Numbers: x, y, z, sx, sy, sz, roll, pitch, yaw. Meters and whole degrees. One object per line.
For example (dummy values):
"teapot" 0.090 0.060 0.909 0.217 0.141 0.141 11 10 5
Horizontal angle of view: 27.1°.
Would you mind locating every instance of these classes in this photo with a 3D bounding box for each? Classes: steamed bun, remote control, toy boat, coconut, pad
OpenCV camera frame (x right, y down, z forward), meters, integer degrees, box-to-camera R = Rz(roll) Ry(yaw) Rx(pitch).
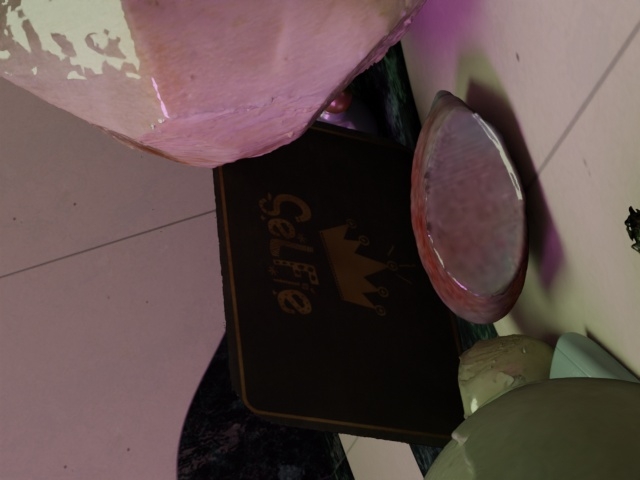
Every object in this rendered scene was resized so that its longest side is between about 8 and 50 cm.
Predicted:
"steamed bun" 0.172 0.138 1.137 0.130 0.091 0.112 -48 -57 -75
"remote control" 0.220 0.127 1.005 0.162 0.029 0.061 -131 43 -64
"toy boat" 0.130 -0.021 1.199 0.282 0.096 0.206 54 -157 -81
"coconut" -0.114 -0.232 1.146 0.415 0.415 0.344 105 144 -73
"pad" -0.001 0.000 1.212 0.063 0.315 0.375 124 147 -43

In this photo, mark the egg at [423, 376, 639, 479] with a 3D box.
"egg" 0.172 0.224 0.758 0.336 0.278 0.278 -119 15 -59

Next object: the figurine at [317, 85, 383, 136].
"figurine" -0.006 -0.163 1.532 0.194 0.133 0.274 -57 41 47

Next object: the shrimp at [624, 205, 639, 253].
"shrimp" 0.230 0.035 0.812 0.161 0.034 0.091 -122 16 -53
